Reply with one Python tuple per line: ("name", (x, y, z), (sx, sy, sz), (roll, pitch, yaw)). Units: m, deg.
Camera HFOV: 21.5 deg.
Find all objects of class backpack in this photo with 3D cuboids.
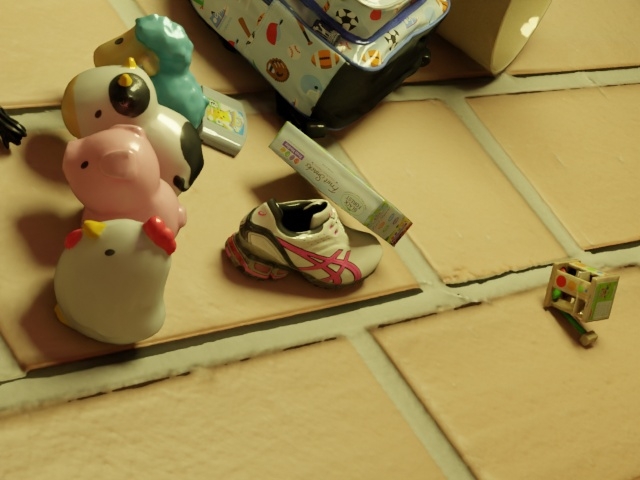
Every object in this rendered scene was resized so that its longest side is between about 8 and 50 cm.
("backpack", (-0.007, -0.280, 1.890), (0.263, 0.213, 0.276), (34, 35, 11))

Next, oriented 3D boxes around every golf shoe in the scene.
("golf shoe", (0.000, 0.000, 1.665), (0.186, 0.086, 0.067), (4, 46, -43))

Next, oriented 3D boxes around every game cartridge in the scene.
("game cartridge", (-0.103, -0.126, 1.774), (0.056, 0.017, 0.083), (26, 36, -26))

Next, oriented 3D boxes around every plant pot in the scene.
("plant pot", (0.164, -0.390, 2.163), (0.274, 0.256, 0.256), (30, 32, 13))

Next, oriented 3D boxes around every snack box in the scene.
("snack box", (0.021, -0.057, 1.734), (0.141, 0.037, 0.100), (40, 4, 24))

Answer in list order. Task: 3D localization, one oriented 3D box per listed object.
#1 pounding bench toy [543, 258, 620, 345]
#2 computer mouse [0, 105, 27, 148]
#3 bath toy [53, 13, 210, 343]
("pounding bench toy", (0.286, 0.069, 1.892), (0.065, 0.083, 0.052), (23, 18, 37))
("computer mouse", (-0.358, -0.123, 1.502), (0.193, 0.042, 0.106), (-10, 58, -49))
("bath toy", (-0.172, -0.061, 1.533), (0.151, 0.129, 0.348), (26, 36, -19))
